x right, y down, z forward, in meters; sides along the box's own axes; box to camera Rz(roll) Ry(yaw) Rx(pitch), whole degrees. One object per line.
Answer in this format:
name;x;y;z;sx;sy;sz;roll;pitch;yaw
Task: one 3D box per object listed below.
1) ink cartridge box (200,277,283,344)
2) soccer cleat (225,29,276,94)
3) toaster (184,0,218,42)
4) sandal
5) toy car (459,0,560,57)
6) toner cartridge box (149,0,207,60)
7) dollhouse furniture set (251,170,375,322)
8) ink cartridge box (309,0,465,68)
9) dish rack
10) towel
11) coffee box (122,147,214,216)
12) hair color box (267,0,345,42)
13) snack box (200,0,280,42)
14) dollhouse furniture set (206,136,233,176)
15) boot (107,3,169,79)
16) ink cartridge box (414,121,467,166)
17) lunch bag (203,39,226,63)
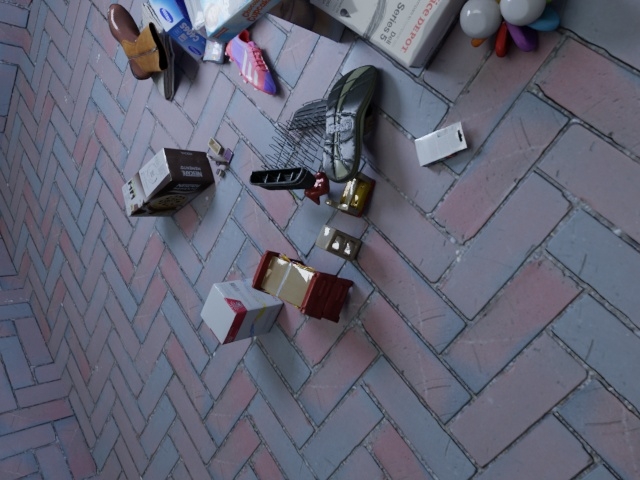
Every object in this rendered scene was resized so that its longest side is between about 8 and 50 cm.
ink cartridge box;-0.225;0.198;1.442;0.128;0.176;0.127;45;122;32
soccer cleat;-0.194;-0.515;1.445;0.095;0.083;0.248;-52;57;25
toaster;-0.290;-0.692;1.471;0.227;0.129;0.146;-17;79;21
sandal;0.074;-0.276;1.200;0.120;0.086;0.302;6;81;37
toy car;0.358;-0.413;0.928;0.182;0.159;0.136;-4;124;41
toner cartridge box;-0.485;-0.763;1.624;0.075;0.165;0.348;-35;67;11
dollhouse furniture set;0.000;0.000;1.278;0.201;0.152;0.374;22;89;39
ink cartridge box;0.147;-0.522;1.053;0.273;0.115;0.198;37;118;10
dish rack;-0.059;-0.251;1.280;0.208;0.074;0.271;5;71;46
towel;-0.558;-0.651;1.724;0.187;0.049;0.282;56;150;26
coffee box;-0.519;-0.188;1.689;0.297;0.168;0.118;-28;74;40
hair color box;-0.057;-0.598;1.139;0.110;0.339;0.185;41;118;33
snack box;-0.177;-0.583;0.978;0.187;0.060;0.322;-19;81;40
dollhouse furniture set;-0.353;-0.273;1.593;0.114;0.081;0.091;47;121;30
boot;-0.602;-0.668;1.638;0.280;0.096;0.264;14;119;57
ink cartridge box;0.264;-0.207;1.082;0.115;0.029;0.062;-18;80;40
lunch bag;-0.327;-0.596;1.574;0.083;0.053;0.071;21;104;49
